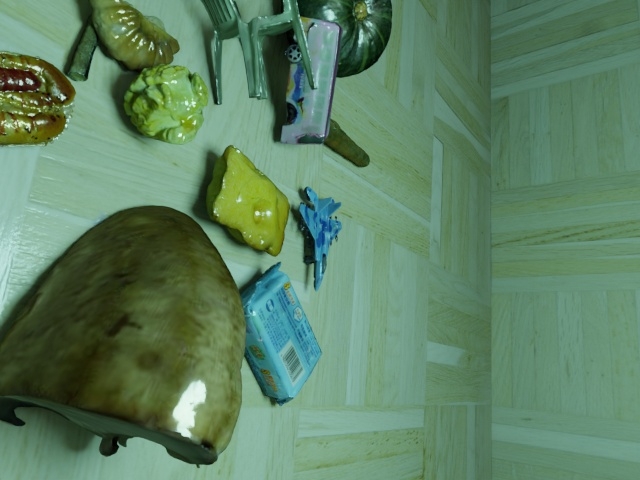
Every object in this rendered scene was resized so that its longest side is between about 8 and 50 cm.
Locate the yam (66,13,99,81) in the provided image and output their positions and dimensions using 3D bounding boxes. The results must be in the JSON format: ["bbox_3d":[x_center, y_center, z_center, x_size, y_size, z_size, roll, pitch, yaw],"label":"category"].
[{"bbox_3d":[-0.376,-0.316,0.788,0.033,0.027,0.130,7,70,-8],"label":"yam"}]

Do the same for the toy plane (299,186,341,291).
[{"bbox_3d":[-0.006,0.001,1.196,0.169,0.078,0.246,20,76,-50],"label":"toy plane"}]

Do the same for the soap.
[{"bbox_3d":[-0.091,0.205,1.049,0.156,0.077,0.293,-45,121,-47],"label":"soap"}]

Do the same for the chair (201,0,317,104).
[{"bbox_3d":[-0.150,-0.416,0.964,0.190,0.203,0.275,-23,108,-40],"label":"chair"}]

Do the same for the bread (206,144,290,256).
[{"bbox_3d":[-0.149,-0.069,1.008,0.233,0.088,0.161,40,60,-46],"label":"bread"}]

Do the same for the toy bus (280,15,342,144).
[{"bbox_3d":[-0.025,-0.350,1.106,0.090,0.112,0.274,-68,167,-68],"label":"toy bus"}]

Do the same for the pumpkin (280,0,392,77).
[{"bbox_3d":[0.040,-0.556,1.220,0.300,0.207,0.300,-9,104,-39],"label":"pumpkin"}]

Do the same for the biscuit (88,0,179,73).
[{"bbox_3d":[-0.307,-0.349,0.836,0.183,0.061,0.118,23,72,-63],"label":"biscuit"}]

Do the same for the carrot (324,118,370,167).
[{"bbox_3d":[0.048,-0.270,1.317,0.342,0.070,0.070,22,68,-51],"label":"carrot"}]

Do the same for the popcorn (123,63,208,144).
[{"bbox_3d":[-0.263,-0.236,0.842,0.135,0.141,0.162,6,53,-16],"label":"popcorn"}]

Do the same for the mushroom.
[{"bbox_3d":[-0.233,0.090,0.715,0.224,0.313,0.397,52,41,-40],"label":"mushroom"}]

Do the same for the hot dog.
[{"bbox_3d":[-0.448,-0.190,0.638,0.252,0.069,0.131,-8,92,-52],"label":"hot dog"}]
